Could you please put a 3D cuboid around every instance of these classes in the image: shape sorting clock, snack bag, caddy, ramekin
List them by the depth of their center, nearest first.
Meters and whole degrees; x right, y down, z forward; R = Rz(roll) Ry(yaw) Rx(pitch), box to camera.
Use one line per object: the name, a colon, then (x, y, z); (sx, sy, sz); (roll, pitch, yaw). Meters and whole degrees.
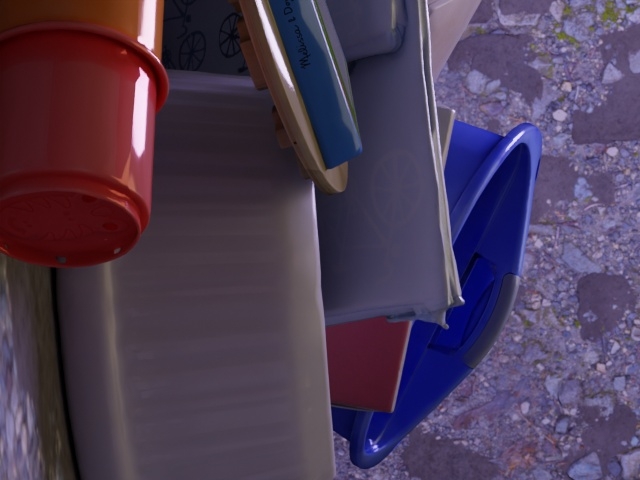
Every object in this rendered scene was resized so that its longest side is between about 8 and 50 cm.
shape sorting clock: (-0.023, -0.121, 0.733); (0.206, 0.040, 0.206); (-17, 90, -85)
ramekin: (-0.061, 0.030, 0.852); (0.273, 0.127, 0.272); (-5, 90, -90)
snack bag: (-0.033, -0.098, 1.016); (0.323, 0.037, 0.342); (-14, -100, 55)
caddy: (0.085, 0.036, 1.378); (0.341, 0.179, 0.241); (-64, 164, 4)

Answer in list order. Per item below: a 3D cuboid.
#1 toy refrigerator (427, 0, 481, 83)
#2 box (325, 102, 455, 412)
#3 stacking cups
toy refrigerator: (0.043, -0.164, 1.410); (0.102, 0.094, 0.269); (48, -39, 15)
box: (0.000, 0.000, 1.168); (0.148, 0.127, 0.232); (-169, -90, -74)
stacking cups: (-0.103, -0.139, 0.623); (0.096, 0.096, 0.316); (86, 5, -61)
